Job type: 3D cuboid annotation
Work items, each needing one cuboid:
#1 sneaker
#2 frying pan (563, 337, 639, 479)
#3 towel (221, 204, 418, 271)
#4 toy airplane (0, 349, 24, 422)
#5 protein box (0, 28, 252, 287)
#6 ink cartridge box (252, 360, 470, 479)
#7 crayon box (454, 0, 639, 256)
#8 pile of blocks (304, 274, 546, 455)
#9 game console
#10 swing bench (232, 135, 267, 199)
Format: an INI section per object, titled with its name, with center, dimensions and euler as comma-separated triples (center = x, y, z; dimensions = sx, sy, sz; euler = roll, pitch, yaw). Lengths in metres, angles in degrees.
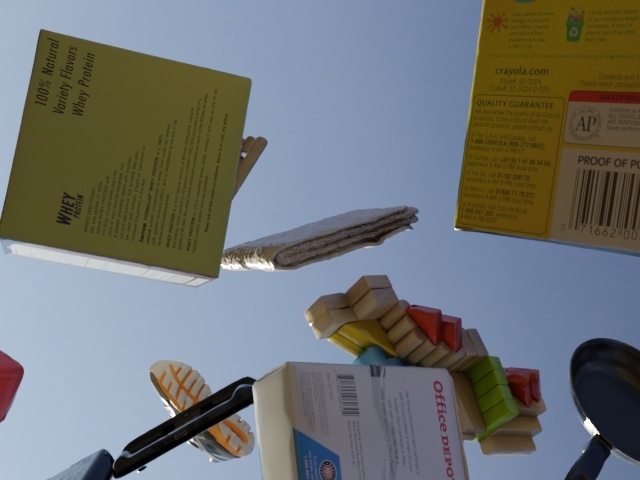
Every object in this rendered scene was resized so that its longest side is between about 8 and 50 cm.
[sneaker]
center = -0.205, 0.283, 1.580
dimensions = 0.083, 0.215, 0.084
euler = -35, -168, 32
[frying pan]
center = 0.387, 0.255, 1.236
dimensions = 0.053, 0.197, 0.326
euler = -57, -174, 42
[towel]
center = 0.000, 0.000, 1.518
dimensions = 0.187, 0.282, 0.049
euler = -4, -79, 59
[toy airplane]
center = -0.508, 0.067, 0.868
dimensions = 0.385, 0.386, 0.272
euler = -20, -160, -6
[protein box]
center = -0.192, -0.071, 0.960
dimensions = 0.136, 0.201, 0.199
euler = 157, -57, -72
[ink cartridge box]
center = 0.040, 0.198, 0.958
dimensions = 0.082, 0.191, 0.139
euler = -36, -126, 50
[crayon box]
center = 0.225, -0.151, 0.749
dimensions = 0.202, 0.081, 0.318
euler = 11, -85, 40
[pile of blocks]
center = 0.156, 0.160, 1.241
dimensions = 0.112, 0.362, 0.149
euler = -47, -158, 39
[game console]
center = -0.226, 0.268, 1.163
dimensions = 0.361, 0.044, 0.213
euler = -30, -175, 2
[swing bench]
center = -0.255, -0.104, 1.457
dimensions = 0.254, 0.253, 0.165
euler = -59, -169, 0
